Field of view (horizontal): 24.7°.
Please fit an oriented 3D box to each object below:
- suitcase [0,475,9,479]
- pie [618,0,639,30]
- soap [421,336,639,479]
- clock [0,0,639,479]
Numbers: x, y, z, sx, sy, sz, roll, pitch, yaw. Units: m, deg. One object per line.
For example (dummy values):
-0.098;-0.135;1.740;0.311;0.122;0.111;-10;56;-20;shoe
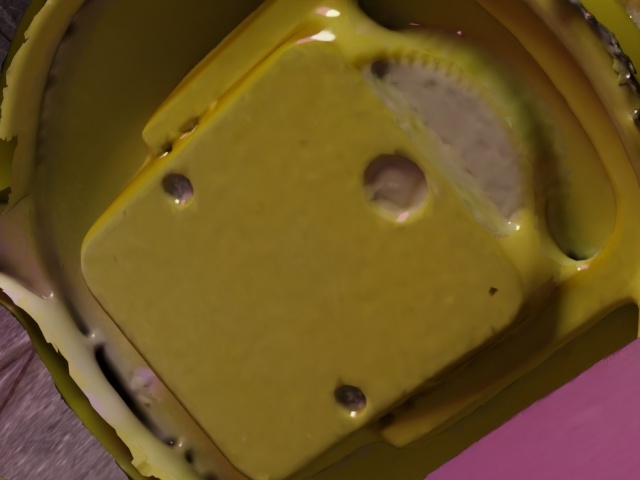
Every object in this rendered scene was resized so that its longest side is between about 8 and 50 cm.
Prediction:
-0.240;0.166;0.547;0.339;0.351;0.194;-29;38;42;suitcase
0.102;-0.096;0.658;0.274;0.274;0.055;-62;-15;-49;pie
0.085;0.132;0.357;0.181;0.081;0.259;-37;18;19;soap
0.003;-0.002;0.551;0.293;0.277;0.071;-31;4;34;clock
